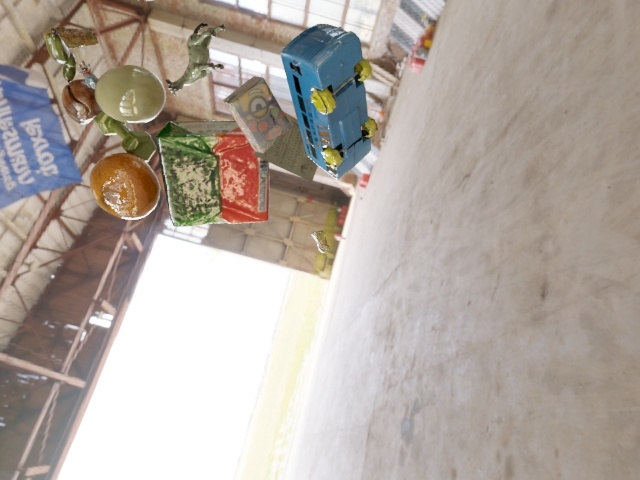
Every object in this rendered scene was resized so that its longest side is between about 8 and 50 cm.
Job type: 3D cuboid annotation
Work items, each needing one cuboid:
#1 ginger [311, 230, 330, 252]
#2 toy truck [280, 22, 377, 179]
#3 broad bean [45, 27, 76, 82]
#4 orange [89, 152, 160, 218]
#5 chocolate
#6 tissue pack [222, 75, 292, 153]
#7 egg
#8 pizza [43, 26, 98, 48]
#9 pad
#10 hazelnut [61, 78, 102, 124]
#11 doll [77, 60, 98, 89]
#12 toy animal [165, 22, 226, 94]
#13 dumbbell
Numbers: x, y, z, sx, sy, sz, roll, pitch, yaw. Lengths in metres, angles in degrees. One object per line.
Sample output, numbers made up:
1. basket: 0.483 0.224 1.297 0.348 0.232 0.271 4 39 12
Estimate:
1. ginger: 0.004 0.001 1.866 0.137 0.057 0.044 67 -158 -44
2. toy truck: 0.025 -0.321 1.172 0.161 0.162 0.385 -43 -28 -15
3. broad bean: -0.717 -0.514 1.348 0.213 0.048 0.070 131 143 -72
4. orange: -0.678 -0.190 1.705 0.171 0.240 0.240 -83 9 -70
5. chocolate: -0.346 -0.228 1.635 0.161 0.341 0.360 -103 14 -46
6. tissue pack: -0.148 -0.300 1.167 0.108 0.148 0.060 -44 36 -17
7. egg: -0.623 -0.476 1.594 0.186 0.241 0.186 4 -90 -74
8. pizza: -0.993 -0.814 1.945 0.292 0.197 0.058 -125 36 -52
9. pad: -0.082 -0.295 1.525 0.265 0.009 0.159 18 -86 -48
10. hazelnut: -0.827 -0.480 1.703 0.154 0.143 0.143 -34 29 36
11. doll: -0.764 -0.538 1.622 0.114 0.057 0.039 60 -169 -17
12. toy animal: -0.365 -0.531 1.427 0.073 0.176 0.217 21 -108 -64
13. dumbbell: -0.738 -0.405 1.831 0.121 0.302 0.108 -54 -28 5
